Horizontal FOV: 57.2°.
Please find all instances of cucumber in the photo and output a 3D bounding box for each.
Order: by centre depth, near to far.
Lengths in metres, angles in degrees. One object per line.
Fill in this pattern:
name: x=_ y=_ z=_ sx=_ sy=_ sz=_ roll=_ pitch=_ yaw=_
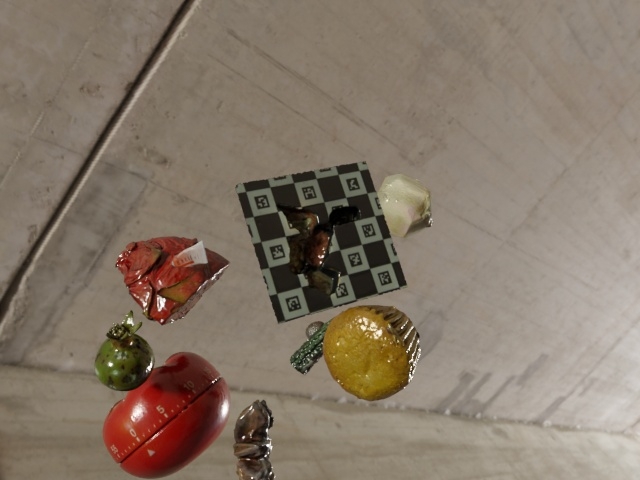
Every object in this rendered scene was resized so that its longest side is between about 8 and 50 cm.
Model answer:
cucumber: x=-0.001 y=0.309 z=1.763 sx=0.077 sy=0.077 sz=0.265 roll=20 pitch=-61 yaw=-48

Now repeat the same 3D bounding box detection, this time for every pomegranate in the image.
pomegranate: x=-0.483 y=0.285 z=1.479 sx=0.156 sy=0.156 sz=0.220 roll=4 pitch=-54 yaw=-42

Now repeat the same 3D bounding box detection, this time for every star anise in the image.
star anise: x=-0.139 y=0.456 z=1.264 sx=0.093 sy=0.229 sz=0.236 roll=-7 pitch=-88 yaw=-6

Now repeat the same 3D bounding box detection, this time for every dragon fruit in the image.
dragon fruit: x=-0.496 y=0.127 z=1.791 sx=0.302 sy=0.330 sz=0.240 roll=-45 pitch=-25 yaw=-56

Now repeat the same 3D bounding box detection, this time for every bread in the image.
bread: x=0.117 y=0.258 z=1.375 sx=0.139 sy=0.240 sz=0.240 roll=-30 pitch=-31 yaw=-56

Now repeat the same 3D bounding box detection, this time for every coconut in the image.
coconut: x=0.309 y=-0.122 z=2.139 sx=0.227 sy=0.230 sz=0.227 roll=-62 pitch=-7 yaw=-13

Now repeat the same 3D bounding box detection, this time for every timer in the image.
timer: x=-0.446 y=0.521 z=1.739 sx=0.378 sy=0.279 sz=0.378 roll=-41 pitch=-2 yaw=-2

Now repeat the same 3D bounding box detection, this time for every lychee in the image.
lychee: x=-0.012 y=0.307 z=1.981 sx=0.083 sy=0.067 sz=0.068 roll=-8 pitch=-45 yaw=13

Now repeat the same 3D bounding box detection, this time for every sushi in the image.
sushi: x=0.000 y=0.000 z=1.432 sx=0.359 sy=0.343 sz=0.064 roll=-14 pitch=-11 yaw=-24

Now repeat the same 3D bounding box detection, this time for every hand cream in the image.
hand cream: x=-0.353 y=0.048 z=1.583 sx=0.052 sy=0.216 sz=0.038 roll=52 pitch=-122 yaw=-13
